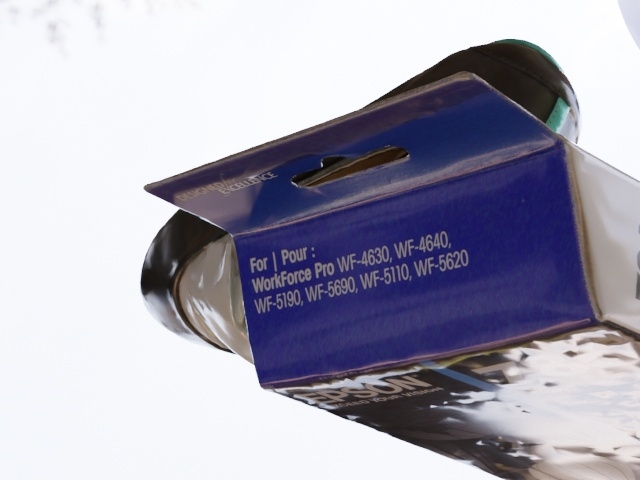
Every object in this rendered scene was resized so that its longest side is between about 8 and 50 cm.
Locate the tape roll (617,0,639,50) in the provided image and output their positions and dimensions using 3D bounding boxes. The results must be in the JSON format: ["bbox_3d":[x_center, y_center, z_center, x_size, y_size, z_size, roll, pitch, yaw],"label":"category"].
[{"bbox_3d":[0.272,-0.171,1.088,0.189,0.080,0.189,0,-99,1],"label":"tape roll"}]

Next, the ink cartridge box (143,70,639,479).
[{"bbox_3d":[0.103,0.045,0.705,0.165,0.333,0.065,-16,-122,44],"label":"ink cartridge box"}]

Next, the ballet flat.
[{"bbox_3d":[0.000,0.000,0.858,0.280,0.095,0.096,-34,-154,38],"label":"ballet flat"}]
